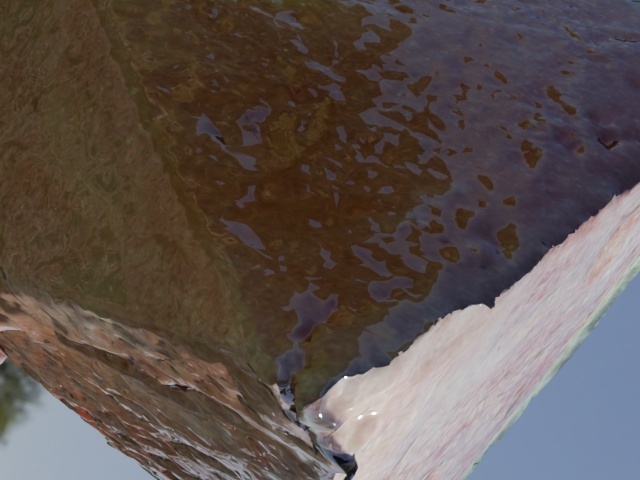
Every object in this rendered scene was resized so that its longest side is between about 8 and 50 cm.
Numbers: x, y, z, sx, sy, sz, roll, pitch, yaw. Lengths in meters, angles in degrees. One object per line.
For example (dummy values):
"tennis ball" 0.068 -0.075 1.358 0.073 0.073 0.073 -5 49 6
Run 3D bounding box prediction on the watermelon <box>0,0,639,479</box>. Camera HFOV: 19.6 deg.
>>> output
"watermelon" 0.011 -0.030 0.615 0.250 0.283 0.292 -61 -164 -18
